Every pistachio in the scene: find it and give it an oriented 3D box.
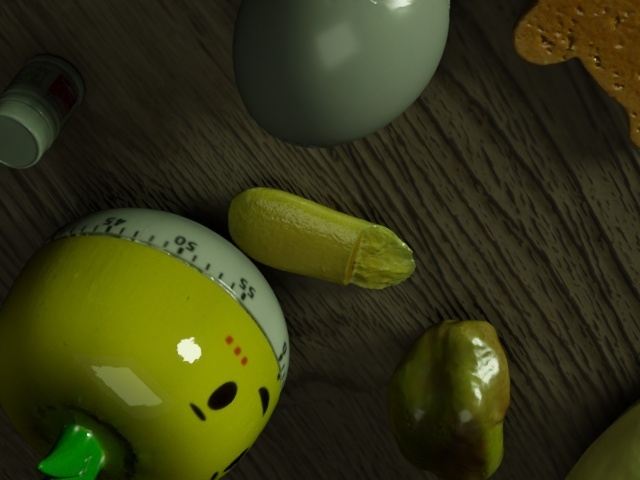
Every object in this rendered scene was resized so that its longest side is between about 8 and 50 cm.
[{"bbox_3d":[0.114,0.153,1.282,0.110,0.100,0.189,8,133,9],"label":"pistachio"}]

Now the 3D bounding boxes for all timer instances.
[{"bbox_3d":[-0.179,0.135,1.249,0.285,0.285,0.285,11,132,12],"label":"timer"}]

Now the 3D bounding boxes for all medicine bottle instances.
[{"bbox_3d":[-0.242,-0.108,1.198,0.058,0.091,0.058,11,132,12],"label":"medicine bottle"}]

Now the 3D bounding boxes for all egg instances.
[{"bbox_3d":[0.011,-0.147,1.030,0.146,0.146,0.198,35,139,-11],"label":"egg"}]

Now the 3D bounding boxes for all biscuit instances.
[{"bbox_3d":[0.212,-0.172,1.008,0.250,0.036,0.165,36,132,-16],"label":"biscuit"}]

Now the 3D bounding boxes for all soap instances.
[{"bbox_3d":[0.000,0.000,1.239,0.168,0.033,0.089,14,139,8],"label":"soap"}]

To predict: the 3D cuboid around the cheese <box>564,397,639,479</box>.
[{"bbox_3d":[0.346,0.236,1.256,0.259,0.128,0.316,43,125,-7],"label":"cheese"}]
